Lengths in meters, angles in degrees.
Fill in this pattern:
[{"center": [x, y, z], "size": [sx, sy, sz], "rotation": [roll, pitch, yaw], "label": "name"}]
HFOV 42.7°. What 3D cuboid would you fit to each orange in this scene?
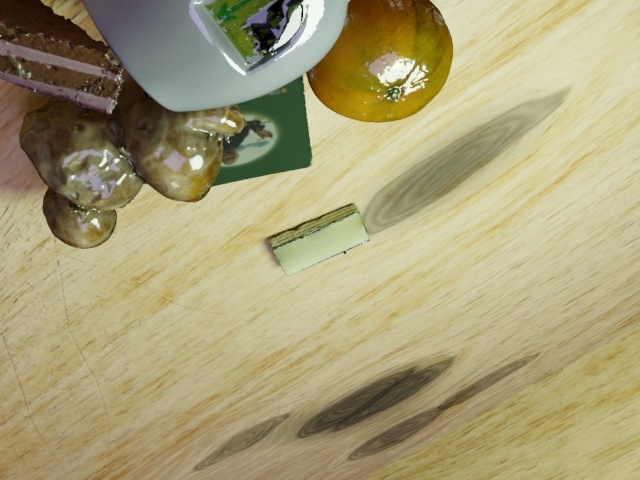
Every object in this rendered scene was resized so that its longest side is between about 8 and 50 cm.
[{"center": [0.094, -0.281, 1.268], "size": [0.240, 0.171, 0.240], "rotation": [-14, 145, -10], "label": "orange"}]

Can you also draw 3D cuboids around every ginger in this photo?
[{"center": [-0.287, -0.129, 1.261], "size": [0.375, 0.176, 0.256], "rotation": [-18, 132, 12], "label": "ginger"}]

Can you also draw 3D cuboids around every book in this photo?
[{"center": [-0.149, -0.230, 1.339], "size": [0.260, 0.043, 0.371], "rotation": [-12, 144, -6], "label": "book"}]

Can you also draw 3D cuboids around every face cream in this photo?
[{"center": [-0.100, -0.337, 1.052], "size": [0.357, 0.219, 0.312], "rotation": [-31, 134, 9], "label": "face cream"}]

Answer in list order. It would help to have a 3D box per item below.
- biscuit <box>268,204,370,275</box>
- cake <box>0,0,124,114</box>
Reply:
[{"center": [0.000, 0.000, 1.723], "size": [0.199, 0.040, 0.121], "rotation": [-23, 143, 2], "label": "biscuit"}, {"center": [-0.379, -0.261, 1.037], "size": [0.295, 0.113, 0.116], "rotation": [25, 147, 2], "label": "cake"}]
